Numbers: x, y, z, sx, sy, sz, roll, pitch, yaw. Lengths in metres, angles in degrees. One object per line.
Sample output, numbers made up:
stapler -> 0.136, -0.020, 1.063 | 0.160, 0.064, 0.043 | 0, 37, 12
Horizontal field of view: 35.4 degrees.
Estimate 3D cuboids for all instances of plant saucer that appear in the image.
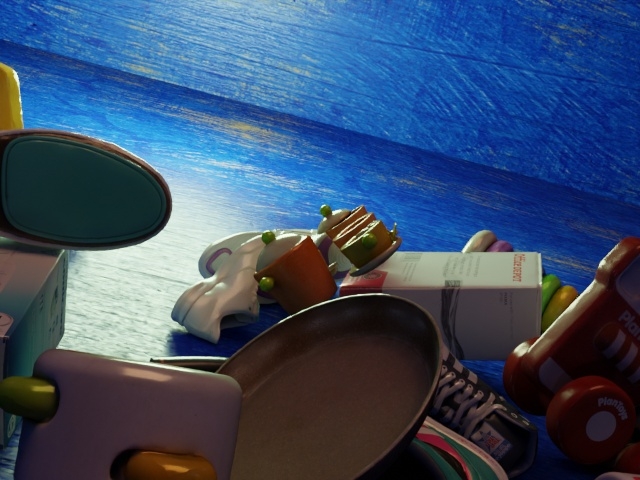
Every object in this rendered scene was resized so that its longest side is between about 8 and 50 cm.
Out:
plant saucer -> -0.009, 0.174, 1.030 | 0.310, 0.050, 0.310 | -23, 29, 13

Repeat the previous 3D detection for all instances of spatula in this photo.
spatula -> -0.221, 0.155, 1.171 | 0.296, 0.030, 0.084 | -2, 21, -24

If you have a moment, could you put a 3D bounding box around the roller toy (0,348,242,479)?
roller toy -> -0.170, 0.182, 0.903 | 0.209, 0.146, 0.191 | 7, -8, 16

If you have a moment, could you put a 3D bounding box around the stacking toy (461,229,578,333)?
stacking toy -> 0.399, 0.108, 1.766 | 0.330, 0.141, 0.141 | 27, 20, 23

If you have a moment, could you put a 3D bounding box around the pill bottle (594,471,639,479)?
pill bottle -> 0.391, 0.316, 1.106 | 0.180, 0.108, 0.108 | 9, 18, -20

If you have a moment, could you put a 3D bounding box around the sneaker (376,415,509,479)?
sneaker -> 0.044, 0.230, 1.059 | 0.295, 0.124, 0.178 | 24, 9, 22

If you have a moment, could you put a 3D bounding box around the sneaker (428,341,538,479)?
sneaker -> 0.152, 0.191, 1.186 | 0.282, 0.099, 0.153 | 37, 6, -35

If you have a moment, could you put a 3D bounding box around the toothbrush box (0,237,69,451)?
toothbrush box -> -0.400, 0.088, 1.056 | 0.216, 0.126, 0.295 | 7, 16, -4

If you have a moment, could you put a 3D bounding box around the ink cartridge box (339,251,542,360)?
ink cartridge box -> 0.184, 0.093, 1.485 | 0.283, 0.117, 0.207 | 0, 13, 12

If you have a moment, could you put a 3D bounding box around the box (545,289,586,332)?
box -> 0.397, 0.142, 1.551 | 0.051, 0.175, 0.220 | 44, 26, 19

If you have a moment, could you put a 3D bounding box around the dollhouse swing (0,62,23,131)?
dollhouse swing -> -0.551, -0.172, 1.556 | 0.305, 0.315, 0.347 | 1, 9, 26

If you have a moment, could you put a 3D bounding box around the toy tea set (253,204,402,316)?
toy tea set -> 0.000, 0.000, 1.456 | 0.124, 0.200, 0.336 | 54, 2, -5

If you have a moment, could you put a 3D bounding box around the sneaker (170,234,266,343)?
sneaker -> -0.115, 0.076, 1.437 | 0.094, 0.080, 0.212 | 36, 49, 13

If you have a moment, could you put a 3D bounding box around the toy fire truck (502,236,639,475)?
toy fire truck -> 0.394, 0.175, 1.225 | 0.302, 0.254, 0.169 | 42, 3, -19

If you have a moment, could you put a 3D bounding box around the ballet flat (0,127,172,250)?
ballet flat -> -0.376, -0.060, 1.152 | 0.400, 0.139, 0.139 | 2, 20, -18

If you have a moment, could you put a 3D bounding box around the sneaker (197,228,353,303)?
sneaker -> -0.082, 0.040, 1.631 | 0.305, 0.114, 0.152 | -3, 1, -41
